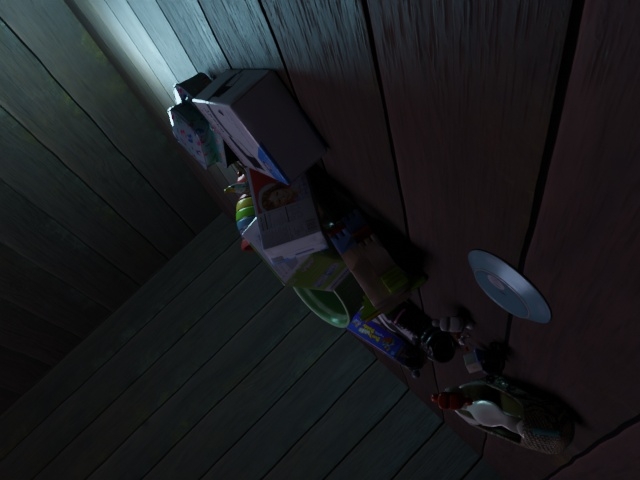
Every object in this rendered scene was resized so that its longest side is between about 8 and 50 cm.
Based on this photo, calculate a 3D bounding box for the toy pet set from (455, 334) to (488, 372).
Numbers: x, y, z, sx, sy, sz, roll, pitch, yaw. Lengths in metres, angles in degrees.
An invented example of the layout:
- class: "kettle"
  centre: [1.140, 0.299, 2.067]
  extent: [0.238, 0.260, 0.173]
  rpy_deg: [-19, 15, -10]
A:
- class: "toy pet set"
  centre: [0.412, 0.289, 1.562]
  extent: [0.122, 0.065, 0.114]
  rpy_deg: [57, -159, -36]

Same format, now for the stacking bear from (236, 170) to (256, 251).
- class: "stacking bear"
  centre: [-0.231, -0.118, 2.105]
  extent: [0.164, 0.175, 0.289]
  rpy_deg: [-22, 75, 47]

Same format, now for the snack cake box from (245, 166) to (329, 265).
- class: "snack cake box"
  centre: [-0.087, -0.086, 1.488]
  extent: [0.089, 0.152, 0.264]
  rpy_deg: [63, -169, -59]

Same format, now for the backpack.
- class: "backpack"
  centre: [-0.331, -0.349, 1.695]
  extent: [0.253, 0.191, 0.225]
  rpy_deg: [52, 161, 22]

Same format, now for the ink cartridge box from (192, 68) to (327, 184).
- class: "ink cartridge box"
  centre: [-0.150, -0.274, 1.369]
  extent: [0.223, 0.129, 0.307]
  rpy_deg: [52, 169, -29]

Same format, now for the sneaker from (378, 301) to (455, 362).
- class: "sneaker"
  centre: [0.298, 0.267, 1.782]
  extent: [0.295, 0.105, 0.147]
  rpy_deg: [41, 169, -5]

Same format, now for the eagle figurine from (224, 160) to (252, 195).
- class: "eagle figurine"
  centre: [-0.215, -0.209, 1.891]
  extent: [0.226, 0.225, 0.298]
  rpy_deg: [-23, 79, 38]

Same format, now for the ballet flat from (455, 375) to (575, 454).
- class: "ballet flat"
  centre: [0.465, 0.448, 1.556]
  extent: [0.181, 0.164, 0.483]
  rpy_deg: [9, 174, -11]

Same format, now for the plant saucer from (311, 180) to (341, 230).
- class: "plant saucer"
  centre: [-0.033, -0.127, 1.710]
  extent: [0.278, 0.041, 0.278]
  rpy_deg: [45, 173, 7]

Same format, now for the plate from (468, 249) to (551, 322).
- class: "plate"
  centre: [0.343, 0.092, 1.086]
  extent: [0.188, 0.024, 0.188]
  rpy_deg: [45, 171, 9]

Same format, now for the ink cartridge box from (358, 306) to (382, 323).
- class: "ink cartridge box"
  centre: [0.145, 0.224, 2.368]
  extent: [0.239, 0.060, 0.275]
  rpy_deg: [48, 171, -6]

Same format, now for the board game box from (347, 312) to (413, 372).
- class: "board game box"
  centre: [0.233, 0.403, 2.422]
  extent: [0.347, 0.078, 0.233]
  rpy_deg: [28, 170, 39]

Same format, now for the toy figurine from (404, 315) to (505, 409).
- class: "toy figurine"
  centre: [0.331, 0.301, 1.457]
  extent: [0.209, 0.213, 0.148]
  rpy_deg: [46, -173, 21]

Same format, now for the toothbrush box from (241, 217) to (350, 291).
- class: "toothbrush box"
  centre: [-0.053, 0.027, 1.652]
  extent: [0.206, 0.122, 0.283]
  rpy_deg: [47, -164, 25]

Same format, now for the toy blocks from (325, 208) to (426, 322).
- class: "toy blocks"
  centre: [0.117, 0.046, 1.488]
  extent: [0.261, 0.190, 0.381]
  rpy_deg: [57, -177, 15]

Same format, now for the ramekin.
- class: "ramekin"
  centre: [0.037, 0.152, 2.088]
  extent: [0.303, 0.148, 0.303]
  rpy_deg: [37, 153, 22]
